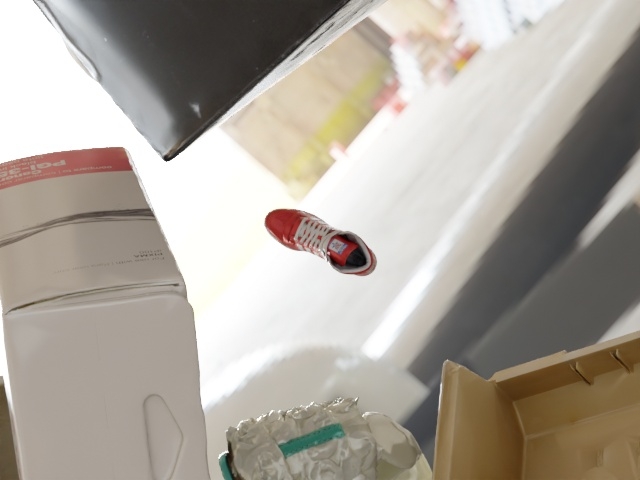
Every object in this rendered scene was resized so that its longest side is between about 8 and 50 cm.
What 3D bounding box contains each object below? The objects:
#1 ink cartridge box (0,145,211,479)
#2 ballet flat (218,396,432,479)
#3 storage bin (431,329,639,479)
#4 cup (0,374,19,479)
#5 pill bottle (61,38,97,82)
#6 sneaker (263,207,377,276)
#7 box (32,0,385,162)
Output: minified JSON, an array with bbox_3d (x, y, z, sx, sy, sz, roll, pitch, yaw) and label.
[{"bbox_3d":[-0.155,0.077,1.227,0.117,0.207,0.283,-8,21,-10],"label":"ink cartridge box"},{"bbox_3d":[0.032,0.213,1.510,0.147,0.147,0.409,-50,-18,-5],"label":"ballet flat"},{"bbox_3d":[0.232,0.180,1.469,0.262,0.123,0.260,-22,43,32],"label":"storage bin"},{"bbox_3d":[-0.276,0.317,1.606,0.237,0.331,0.331,-46,5,46],"label":"cup"},{"bbox_3d":[-0.143,-0.259,1.414,0.169,0.169,0.301,-48,39,24],"label":"pill bottle"},{"bbox_3d":[0.000,0.000,1.746,0.067,0.118,0.042,38,-104,-88],"label":"sneaker"},{"bbox_3d":[0.035,-0.249,1.000,0.312,0.179,0.343,-42,4,-40],"label":"box"}]
